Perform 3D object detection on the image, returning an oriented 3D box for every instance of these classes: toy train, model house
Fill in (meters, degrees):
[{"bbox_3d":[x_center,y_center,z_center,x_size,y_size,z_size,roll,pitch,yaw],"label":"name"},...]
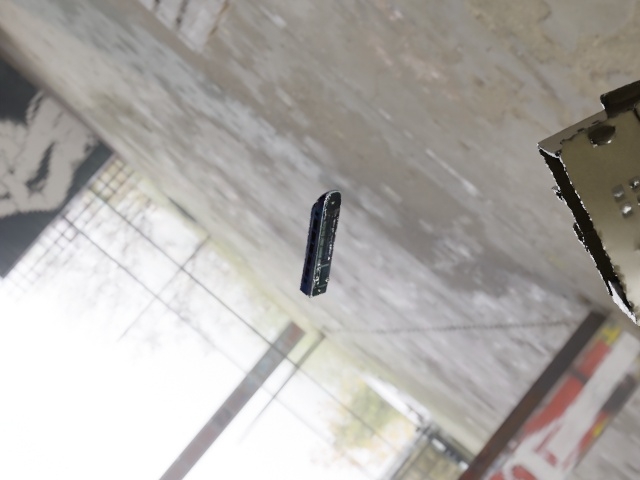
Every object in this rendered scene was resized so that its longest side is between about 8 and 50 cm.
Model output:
[{"bbox_3d":[0.000,0.000,0.773,0.017,0.017,0.083,34,126,40],"label":"toy train"},{"bbox_3d":[0.364,-0.067,1.085,0.211,0.243,0.204,61,-173,-10],"label":"model house"}]
